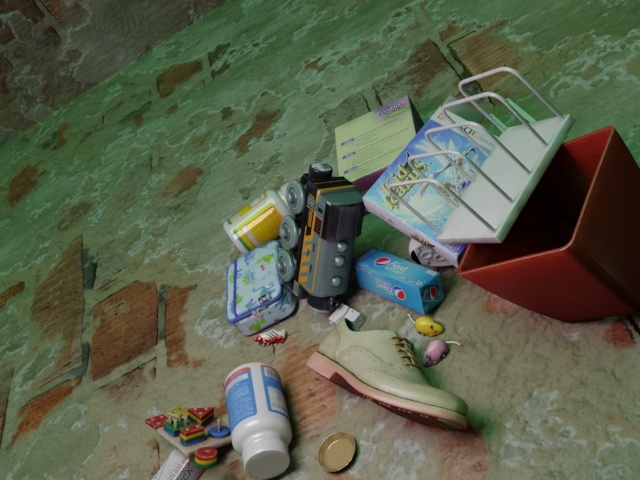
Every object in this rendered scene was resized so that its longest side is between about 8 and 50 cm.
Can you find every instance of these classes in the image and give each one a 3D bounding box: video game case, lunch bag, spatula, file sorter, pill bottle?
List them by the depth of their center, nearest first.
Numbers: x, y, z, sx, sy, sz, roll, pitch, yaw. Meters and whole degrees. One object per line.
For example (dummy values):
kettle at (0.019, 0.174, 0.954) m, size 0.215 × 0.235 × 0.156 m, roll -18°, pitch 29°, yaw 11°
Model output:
file sorter at (0.287, -0.155, 1.466) m, size 0.278 × 0.173 × 0.193 m, roll -56°, pitch 20°, yaw -15°
video game case at (0.263, -0.115, 1.636) m, size 0.244 × 0.061 × 0.269 m, roll 34°, pitch 76°, yaw 28°
pill bottle at (-0.126, 0.368, 1.639) m, size 0.124 × 0.124 × 0.221 m, roll -30°, pitch 38°, yaw 10°
spatula at (0.447, -0.253, 1.903) m, size 0.168 × 0.019 × 0.242 m, roll -36°, pitch 38°, yaw 3°
lunch bag at (-0.148, 0.115, 1.945) m, size 0.176 × 0.090 × 0.219 m, roll -27°, pitch 38°, yaw 20°
pill bottle at (-0.139, -0.059, 2.087) m, size 0.208 × 0.117 × 0.117 m, roll -37°, pitch 38°, yaw 1°

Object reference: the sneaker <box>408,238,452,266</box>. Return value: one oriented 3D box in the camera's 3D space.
sneaker at (0.322, -0.096, 1.730) m, size 0.322 × 0.130 × 0.236 m, roll -22°, pitch 50°, yaw 11°

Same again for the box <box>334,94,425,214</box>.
box at (0.160, -0.214, 2.009) m, size 0.213 × 0.117 × 0.243 m, roll -23°, pitch 41°, yaw 18°

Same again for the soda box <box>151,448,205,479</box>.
soda box at (-0.309, 0.508, 1.696) m, size 0.063 × 0.058 × 0.183 m, roll 14°, pitch 60°, yaw 45°

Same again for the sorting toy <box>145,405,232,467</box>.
sorting toy at (-0.266, 0.397, 1.718) m, size 0.132 × 0.046 × 0.274 m, roll -9°, pitch 16°, yaw -37°

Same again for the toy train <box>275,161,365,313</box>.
toy train at (0.000, 0.000, 1.774) m, size 0.142 × 0.334 × 0.190 m, roll -7°, pitch 31°, yaw -29°

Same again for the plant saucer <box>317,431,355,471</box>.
plant saucer at (0.034, 0.413, 1.556) m, size 0.083 × 0.015 × 0.083 m, roll -22°, pitch 40°, yaw 20°

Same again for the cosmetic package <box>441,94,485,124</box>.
cosmetic package at (0.257, -0.192, 1.793) m, size 0.238 × 0.107 × 0.127 m, roll -54°, pitch -3°, yaw -11°

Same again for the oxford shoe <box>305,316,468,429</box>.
oxford shoe at (0.131, 0.243, 1.532) m, size 0.397 × 0.140 × 0.147 m, roll 17°, pitch 75°, yaw 46°

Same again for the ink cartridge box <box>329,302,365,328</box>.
ink cartridge box at (0.053, 0.172, 1.774) m, size 0.048 × 0.028 × 0.083 m, roll -49°, pitch 39°, yaw -14°

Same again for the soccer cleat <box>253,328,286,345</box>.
soccer cleat at (-0.117, 0.222, 1.860) m, size 0.083 × 0.029 × 0.036 m, roll -8°, pitch 38°, yaw 28°

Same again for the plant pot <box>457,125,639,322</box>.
plant pot at (0.452, 0.002, 1.429) m, size 0.267 × 0.235 × 0.267 m, roll -19°, pitch 36°, yaw 56°

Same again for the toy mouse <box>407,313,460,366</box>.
toy mouse at (0.199, 0.214, 1.614) m, size 0.161 × 0.031 × 0.143 m, roll 12°, pitch 59°, yaw 44°

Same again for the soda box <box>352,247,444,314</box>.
soda box at (0.165, 0.084, 1.728) m, size 0.067 × 0.071 × 0.210 m, roll -33°, pitch 33°, yaw -27°
